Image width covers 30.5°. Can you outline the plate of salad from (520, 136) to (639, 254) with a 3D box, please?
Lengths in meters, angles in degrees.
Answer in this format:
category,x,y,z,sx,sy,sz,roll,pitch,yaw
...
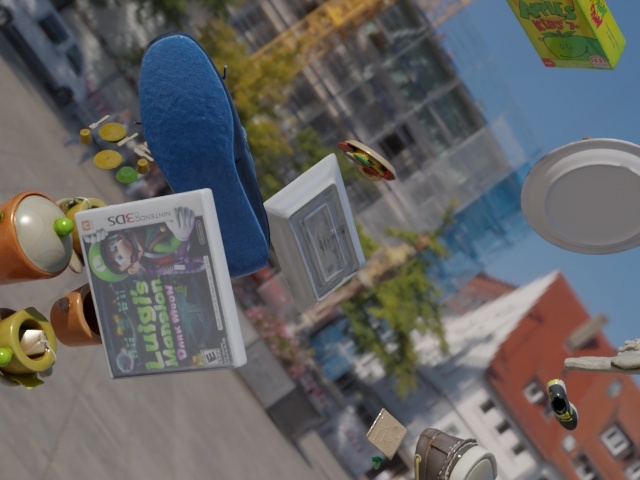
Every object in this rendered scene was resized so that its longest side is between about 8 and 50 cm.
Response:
category,x,y,z,sx,sy,sz,roll,pitch,yaw
plate of salad,0.363,-0.060,1.534,0.200,0.200,0.048,56,29,-34

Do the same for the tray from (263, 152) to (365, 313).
category,x,y,z,sx,sy,sz,roll,pitch,yaw
tray,0.000,0.000,1.812,0.030,0.145,0.270,39,-21,36

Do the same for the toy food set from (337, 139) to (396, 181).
category,x,y,z,sx,sy,sz,roll,pitch,yaw
toy food set,0.059,-0.099,1.474,0.082,0.020,0.083,39,-6,-30

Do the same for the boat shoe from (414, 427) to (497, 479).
category,x,y,z,sx,sy,sz,roll,pitch,yaw
boat shoe,0.193,0.390,1.699,0.096,0.116,0.324,29,-33,32

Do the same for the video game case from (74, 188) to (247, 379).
category,x,y,z,sx,sy,sz,roll,pitch,yaw
video game case,-0.173,0.050,1.251,0.022,0.173,0.190,-22,102,-61

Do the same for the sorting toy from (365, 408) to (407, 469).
category,x,y,z,sx,sy,sz,roll,pitch,yaw
sorting toy,0.095,0.309,1.809,0.062,0.083,0.012,46,-30,-19

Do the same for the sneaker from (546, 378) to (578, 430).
category,x,y,z,sx,sy,sz,roll,pitch,yaw
sneaker,0.319,0.224,1.553,0.083,0.031,0.035,61,22,-25

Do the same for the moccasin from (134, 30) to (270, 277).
category,x,y,z,sx,sy,sz,roll,pitch,yaw
moccasin,-0.159,-0.114,1.549,0.117,0.137,0.342,-93,171,-66

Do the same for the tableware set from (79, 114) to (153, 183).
category,x,y,z,sx,sy,sz,roll,pitch,yaw
tableware set,-0.353,-0.153,2.018,0.154,0.104,0.024,33,-38,24

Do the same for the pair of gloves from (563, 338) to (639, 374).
category,x,y,z,sx,sy,sz,roll,pitch,yaw
pair of gloves,0.510,0.174,1.772,0.204,0.240,0.042,-2,-90,47

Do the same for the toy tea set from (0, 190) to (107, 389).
category,x,y,z,sx,sy,sz,roll,pitch,yaw
toy tea set,-0.257,0.032,1.329,0.336,0.124,0.200,-23,95,-63

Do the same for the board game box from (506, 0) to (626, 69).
category,x,y,z,sx,sy,sz,roll,pitch,yaw
board game box,0.268,-0.266,1.323,0.092,0.043,0.181,11,-24,40
